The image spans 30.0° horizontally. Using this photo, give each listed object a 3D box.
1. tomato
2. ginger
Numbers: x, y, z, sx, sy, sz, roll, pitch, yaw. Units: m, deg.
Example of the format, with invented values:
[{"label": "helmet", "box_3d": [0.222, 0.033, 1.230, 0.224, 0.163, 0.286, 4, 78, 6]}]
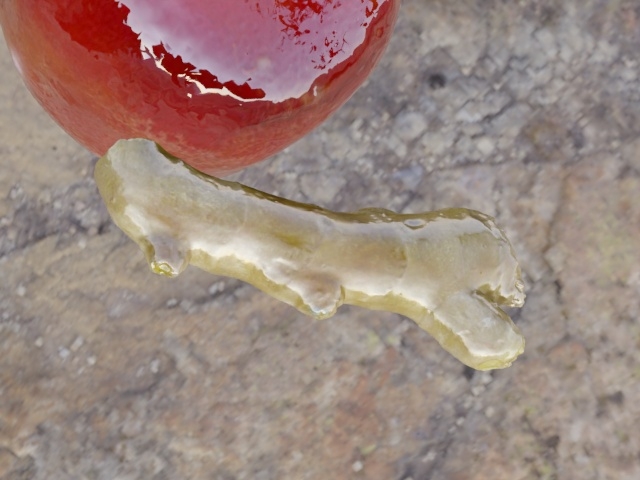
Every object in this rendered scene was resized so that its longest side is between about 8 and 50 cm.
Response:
[{"label": "tomato", "box_3d": [-0.094, -0.204, 0.970, 0.325, 0.293, 0.290, -44, 101, -31]}, {"label": "ginger", "box_3d": [-0.001, 0.002, 0.767, 0.298, 0.065, 0.118, 15, 47, -15]}]
